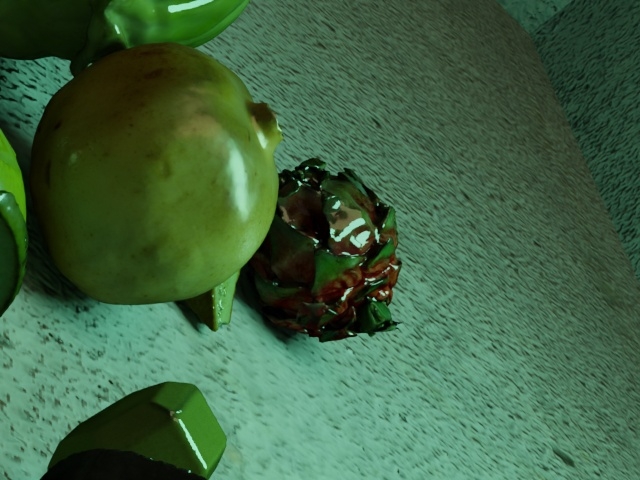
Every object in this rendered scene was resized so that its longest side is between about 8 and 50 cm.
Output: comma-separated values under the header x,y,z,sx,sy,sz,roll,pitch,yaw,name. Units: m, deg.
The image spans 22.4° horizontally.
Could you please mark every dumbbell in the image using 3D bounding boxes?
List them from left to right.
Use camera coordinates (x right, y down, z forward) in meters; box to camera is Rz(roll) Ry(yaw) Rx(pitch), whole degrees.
x,y,z,sx,sy,sz,roll,pitch,yaw,name
-0.075,0.250,1.130,0.108,0.121,0.302,-32,97,-45,dumbbell

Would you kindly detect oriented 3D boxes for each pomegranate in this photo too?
x,y,z,sx,sy,sz,roll,pitch,yaw,name
-0.145,-0.058,1.396,0.233,0.233,0.233,44,22,-23,pomegranate

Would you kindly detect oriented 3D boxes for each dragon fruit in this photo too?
x,y,z,sx,sy,sz,roll,pitch,yaw,name
0.001,0.009,1.681,0.182,0.182,0.188,-18,113,-69,dragon fruit

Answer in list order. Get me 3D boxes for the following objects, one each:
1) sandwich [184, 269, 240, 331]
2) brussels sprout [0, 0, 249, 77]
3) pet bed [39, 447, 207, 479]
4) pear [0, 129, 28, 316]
x,y,z,sx,sy,sz,roll,pitch,yaw,name
-0.138,-0.033,1.557,0.244,0.088,0.090,55,21,6,sandwich
-0.251,-0.344,1.505,0.425,0.342,0.361,58,-7,4,brussels sprout
-0.129,0.230,0.935,0.159,0.183,0.211,49,54,-37,pet bed
-0.325,-0.085,1.150,0.292,0.159,0.292,43,20,-20,pear
